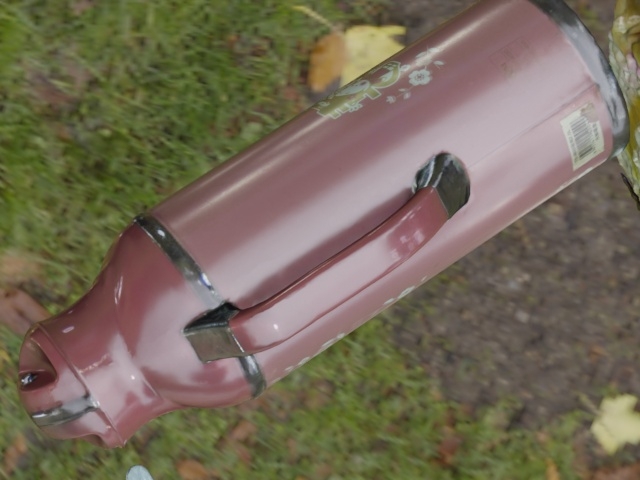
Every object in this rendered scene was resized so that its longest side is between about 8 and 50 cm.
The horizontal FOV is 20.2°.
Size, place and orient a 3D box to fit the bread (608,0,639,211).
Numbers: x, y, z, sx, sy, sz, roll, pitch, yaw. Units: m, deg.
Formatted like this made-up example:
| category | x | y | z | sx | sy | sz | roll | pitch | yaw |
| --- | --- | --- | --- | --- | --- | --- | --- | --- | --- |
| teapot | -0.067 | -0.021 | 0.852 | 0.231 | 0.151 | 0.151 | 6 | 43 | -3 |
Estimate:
| category | x | y | z | sx | sy | sz | roll | pitch | yaw |
| --- | --- | --- | --- | --- | --- | --- | --- | --- | --- |
| bread | 0.266 | -0.111 | 1.179 | 0.156 | 0.158 | 0.260 | -22 | 67 | -6 |

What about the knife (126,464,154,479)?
| category | x | y | z | sx | sy | sz | roll | pitch | yaw |
| --- | --- | --- | --- | --- | --- | --- | --- | --- | --- |
| knife | -0.071 | 0.272 | 1.237 | 0.063 | 0.034 | 0.260 | -43 | 103 | -37 |

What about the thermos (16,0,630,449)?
| category | x | y | z | sx | sy | sz | roll | pitch | yaw |
| --- | --- | --- | --- | --- | --- | --- | --- | --- | --- |
| thermos | 0.001 | 0.004 | 0.898 | 0.330 | 0.136 | 0.109 | -33 | 139 | -12 |
